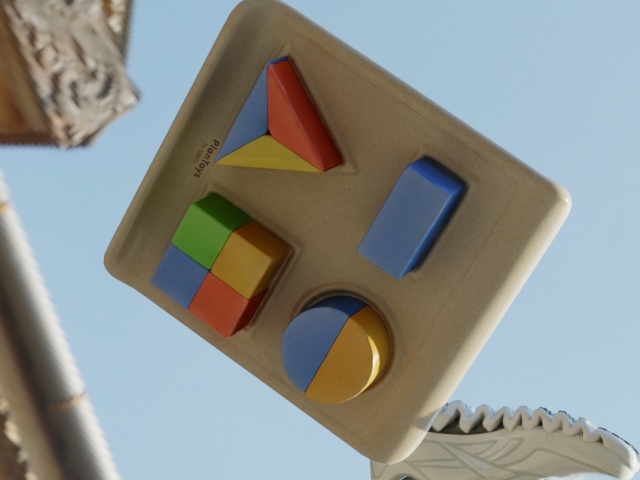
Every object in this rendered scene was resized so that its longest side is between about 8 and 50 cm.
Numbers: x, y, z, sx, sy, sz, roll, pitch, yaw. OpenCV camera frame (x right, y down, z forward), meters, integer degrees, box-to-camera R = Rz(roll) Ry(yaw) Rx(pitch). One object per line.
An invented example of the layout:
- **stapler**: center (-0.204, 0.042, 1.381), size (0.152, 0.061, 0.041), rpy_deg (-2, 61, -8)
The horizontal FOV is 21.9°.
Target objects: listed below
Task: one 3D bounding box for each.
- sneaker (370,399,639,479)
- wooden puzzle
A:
- **sneaker**: center (0.182, 0.225, 1.683), size (0.292, 0.118, 0.110), rpy_deg (3, -16, 30)
- **wooden puzzle**: center (0.000, 0.000, 1.493), size (0.348, 0.080, 0.322), rpy_deg (33, -68, 7)
